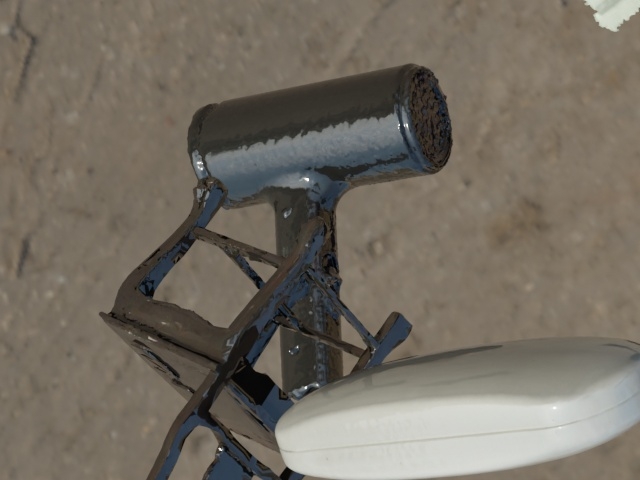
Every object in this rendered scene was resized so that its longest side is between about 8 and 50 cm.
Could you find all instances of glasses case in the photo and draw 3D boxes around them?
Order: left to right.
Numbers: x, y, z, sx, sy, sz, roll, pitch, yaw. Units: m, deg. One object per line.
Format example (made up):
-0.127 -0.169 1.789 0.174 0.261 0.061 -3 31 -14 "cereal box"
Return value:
0.061 0.075 0.755 0.074 0.193 0.049 -26 102 -47 "glasses case"

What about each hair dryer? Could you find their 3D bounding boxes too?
0.000 0.000 1.269 0.197 0.251 0.089 -10 161 29 "hair dryer"

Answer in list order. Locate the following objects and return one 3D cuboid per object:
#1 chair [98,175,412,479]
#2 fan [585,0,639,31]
-0.064 0.094 0.872 0.229 0.113 0.106 -55 131 -17 "chair"
0.334 -0.260 1.020 0.415 0.012 0.233 -32 93 12 "fan"
